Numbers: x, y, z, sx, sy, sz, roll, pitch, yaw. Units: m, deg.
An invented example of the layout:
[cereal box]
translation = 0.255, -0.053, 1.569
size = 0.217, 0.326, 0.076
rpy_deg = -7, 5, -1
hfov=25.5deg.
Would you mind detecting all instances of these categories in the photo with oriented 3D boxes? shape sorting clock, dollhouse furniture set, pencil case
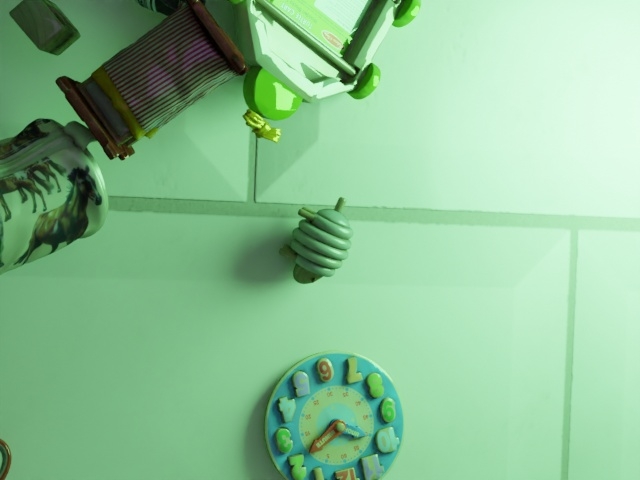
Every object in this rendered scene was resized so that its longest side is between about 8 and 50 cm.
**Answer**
[shape sorting clock]
translation = 0.022, 0.256, 1.959
size = 0.206, 0.040, 0.206
rpy_deg = -1, 92, -19
[dollhouse furniture set]
translation = -0.275, -0.298, 1.724
size = 0.201, 0.152, 0.374
rpy_deg = -37, 92, 2
[pencil case]
translation = -0.453, -0.016, 1.682
size = 0.410, 0.183, 0.160
rpy_deg = -26, 69, -31

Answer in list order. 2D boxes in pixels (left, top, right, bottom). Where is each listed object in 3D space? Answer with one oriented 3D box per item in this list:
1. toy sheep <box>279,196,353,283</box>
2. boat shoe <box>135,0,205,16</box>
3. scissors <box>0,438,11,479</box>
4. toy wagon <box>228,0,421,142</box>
[toy sheep]
translation = 0.000, 0.000, 1.922
size = 0.091, 0.091, 0.132
rpy_deg = 21, 103, -18
[boat shoe]
translation = -0.137, -0.431, 1.832
size = 0.105, 0.113, 0.306
rpy_deg = 22, 84, 10
[scissors]
translation = -0.437, 0.385, 1.779
size = 0.109, 0.021, 0.297
rpy_deg = 0, 77, -25
[toy wagon]
translation = -0.018, -0.293, 1.883
size = 0.267, 0.068, 0.344
rpy_deg = 34, 81, -36
